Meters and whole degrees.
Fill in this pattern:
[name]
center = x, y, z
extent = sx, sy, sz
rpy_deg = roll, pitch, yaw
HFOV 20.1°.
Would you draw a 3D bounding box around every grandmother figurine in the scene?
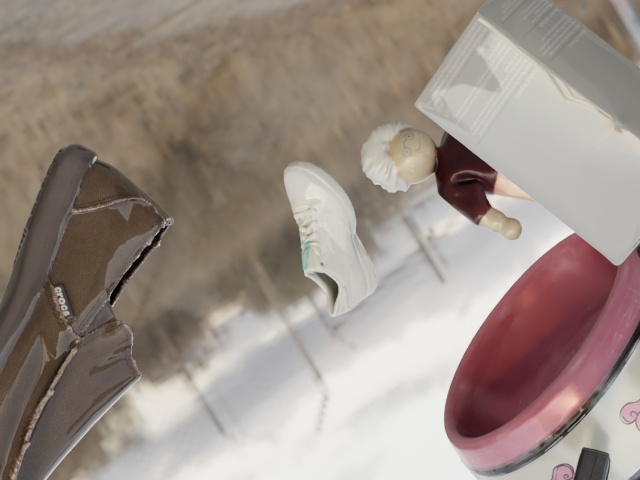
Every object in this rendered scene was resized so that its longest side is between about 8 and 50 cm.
[grandmother figurine]
center = 0.221, -0.102, 2.242
extent = 0.342, 0.207, 0.104
rpy_deg = 3, 141, 7

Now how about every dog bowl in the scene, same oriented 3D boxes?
[dog bowl]
center = 0.313, 0.153, 2.225
extent = 0.408, 0.150, 0.408
rpy_deg = -48, -165, 18

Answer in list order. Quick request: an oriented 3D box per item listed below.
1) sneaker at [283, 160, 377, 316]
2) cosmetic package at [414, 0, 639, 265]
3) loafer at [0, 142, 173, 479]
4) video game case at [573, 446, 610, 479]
[sneaker]
center = 0.000, 0.000, 2.364
extent = 0.080, 0.212, 0.094
rpy_deg = -10, -157, 47
[cosmetic package]
center = 0.217, -0.106, 1.588
extent = 0.127, 0.238, 0.107
rpy_deg = -54, 177, 41
[loafer]
center = -0.208, 0.097, 1.455
extent = 0.134, 0.130, 0.365
rpy_deg = 128, -20, -70
[video game case]
center = 0.256, 0.355, 1.883
extent = 0.035, 0.274, 0.248
rpy_deg = 13, 174, 11
